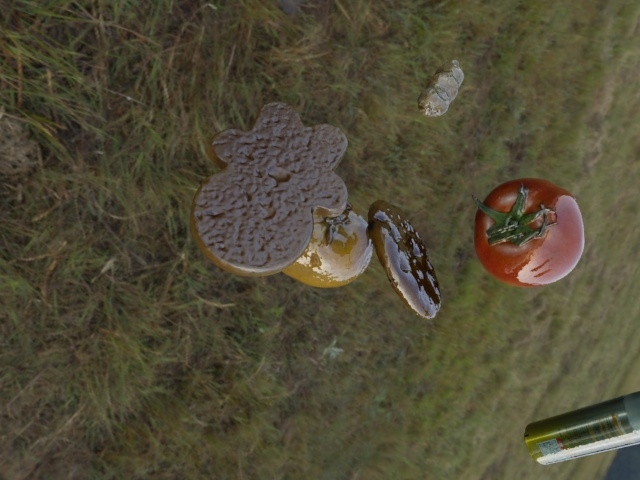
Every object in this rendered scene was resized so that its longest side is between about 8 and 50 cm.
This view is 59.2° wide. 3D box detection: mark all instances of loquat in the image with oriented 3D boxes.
[{"bbox_3d":[0.000,0.000,1.138,0.193,0.238,0.238,-68,156,-18],"label":"loquat"}]

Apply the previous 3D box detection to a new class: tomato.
[{"bbox_3d":[0.478,-0.018,1.299,0.224,0.255,0.256,19,96,-50],"label":"tomato"}]

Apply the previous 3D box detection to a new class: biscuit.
[{"bbox_3d":[-0.058,-0.062,0.657,0.236,0.179,0.039,-62,179,-31],"label":"biscuit"},{"bbox_3d":[0.142,0.029,0.919,0.036,0.212,0.212,-28,165,23],"label":"biscuit"}]

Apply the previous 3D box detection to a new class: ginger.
[{"bbox_3d":[0.304,-0.378,1.422,0.104,0.080,0.204,-49,-174,45],"label":"ginger"}]

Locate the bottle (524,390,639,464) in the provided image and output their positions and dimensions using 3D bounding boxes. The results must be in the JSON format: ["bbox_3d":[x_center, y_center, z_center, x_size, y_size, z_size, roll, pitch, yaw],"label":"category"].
[{"bbox_3d":[0.506,0.335,1.014,0.082,0.082,0.286,-33,175,-46],"label":"bottle"}]
